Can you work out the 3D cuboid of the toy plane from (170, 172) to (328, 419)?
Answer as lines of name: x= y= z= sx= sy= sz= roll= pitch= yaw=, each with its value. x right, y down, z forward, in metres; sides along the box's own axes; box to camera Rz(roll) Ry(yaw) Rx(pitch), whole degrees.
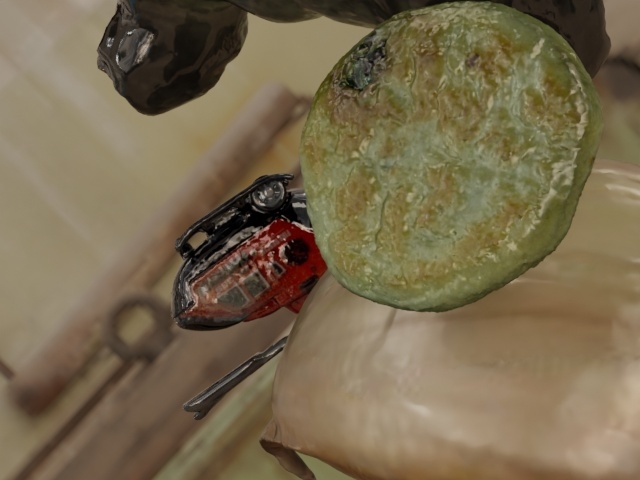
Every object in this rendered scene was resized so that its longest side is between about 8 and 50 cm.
toy plane: x=0.000 y=0.000 z=0.647 sx=0.145 sy=0.060 sz=0.037 roll=-33 pitch=1 yaw=-4

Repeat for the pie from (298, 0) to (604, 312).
pie: x=0.032 y=-0.023 z=0.465 sx=0.085 sy=0.085 sz=0.017 roll=-44 pitch=-26 yaw=16

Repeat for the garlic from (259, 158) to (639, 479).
garlic: x=0.067 y=0.031 z=0.537 sx=0.128 sy=0.206 sz=0.115 roll=17 pitch=-98 yaw=-66

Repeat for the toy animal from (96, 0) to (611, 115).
toy animal: x=0.025 y=-0.119 z=0.561 sx=0.343 sy=0.168 sz=0.106 roll=-18 pitch=32 yaw=28
